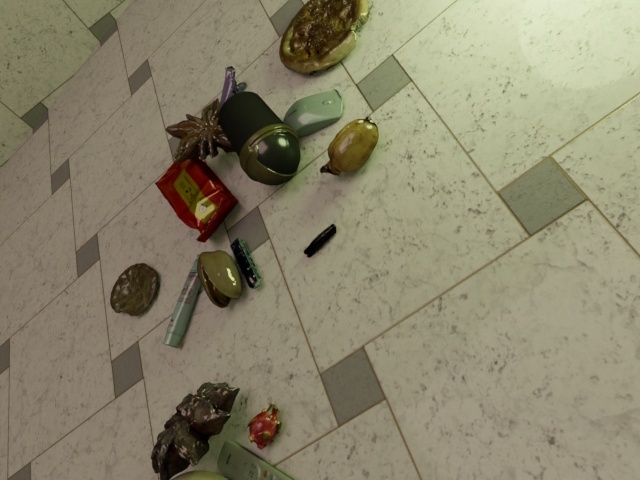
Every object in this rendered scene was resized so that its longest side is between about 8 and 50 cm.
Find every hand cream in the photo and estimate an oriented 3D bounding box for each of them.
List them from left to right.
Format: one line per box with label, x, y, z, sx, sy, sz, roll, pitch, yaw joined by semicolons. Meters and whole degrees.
hand cream;-0.455;0.202;1.811;0.085;0.058;0.332;-6;60;52

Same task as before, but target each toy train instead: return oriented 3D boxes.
toy train;-0.239;0.078;1.709;0.043;0.047;0.208;-42;52;14

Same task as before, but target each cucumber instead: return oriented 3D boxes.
cucumber;-0.001;0.000;1.581;0.135;0.034;0.033;-43;56;13

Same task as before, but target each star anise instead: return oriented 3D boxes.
star anise;-0.359;0.518;1.482;0.331;0.118;0.332;-37;13;10
star anise;-0.396;-0.386;1.936;0.349;0.109;0.292;-36;72;-13

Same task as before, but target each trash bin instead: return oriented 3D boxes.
trash bin;-0.189;-0.326;1.739;0.214;0.214;0.334;-41;58;14

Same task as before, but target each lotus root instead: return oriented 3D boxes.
lotus root;0.088;-0.272;1.589;0.221;0.118;0.125;-50;17;10

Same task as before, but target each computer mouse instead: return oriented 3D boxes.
computer mouse;-0.030;-0.430;1.776;0.230;0.079;0.128;-23;60;22

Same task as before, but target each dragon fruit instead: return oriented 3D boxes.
dragon fruit;-0.148;0.499;1.428;0.116;0.081;0.086;-54;39;4

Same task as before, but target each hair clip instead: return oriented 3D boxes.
hair clip;-0.358;-0.530;2.061;0.136;0.090;0.279;13;85;26

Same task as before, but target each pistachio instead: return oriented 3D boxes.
pistachio;-0.329;0.119;1.704;0.129;0.131;0.206;-44;54;22

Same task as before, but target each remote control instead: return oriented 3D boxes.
remote control;-0.159;0.630;1.403;0.309;0.038;0.090;14;79;39

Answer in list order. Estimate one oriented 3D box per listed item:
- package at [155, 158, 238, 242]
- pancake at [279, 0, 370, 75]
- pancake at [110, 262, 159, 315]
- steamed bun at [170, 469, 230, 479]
package;-0.450;-0.165;1.925;0.196;0.123;0.423;-51;50;6
pancake;0.015;-0.762;1.897;0.381;0.071;0.383;-16;61;31
pancake;-0.701;0.187;2.001;0.236;0.042;0.223;-16;56;26
steamed bun;-0.344;0.759;1.351;0.333;0.233;0.312;-11;64;31
